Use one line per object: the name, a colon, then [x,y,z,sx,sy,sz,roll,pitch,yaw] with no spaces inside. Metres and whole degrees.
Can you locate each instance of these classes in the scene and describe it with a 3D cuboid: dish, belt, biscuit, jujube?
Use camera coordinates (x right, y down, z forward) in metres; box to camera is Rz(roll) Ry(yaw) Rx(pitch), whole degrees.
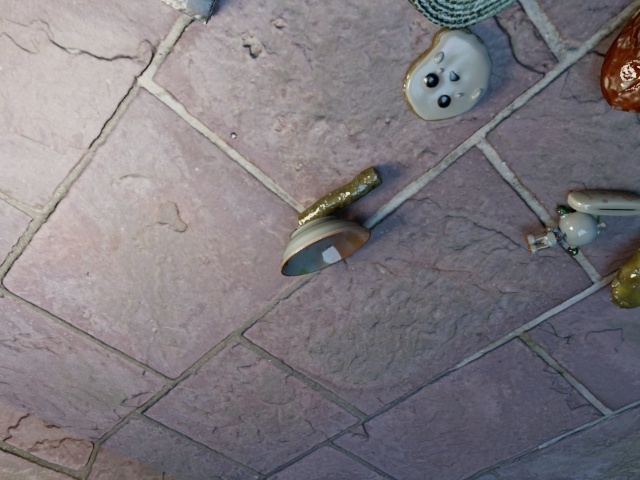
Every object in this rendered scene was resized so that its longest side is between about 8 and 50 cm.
dish: [0.000,0.000,1.221,0.260,0.086,0.260,-22,162,-8]
belt: [0.295,-0.526,0.847,0.294,0.161,0.207,-19,123,14]
biscuit: [0.287,-0.360,1.034,0.181,0.049,0.208,34,117,-21]
jujube: [0.698,-0.391,0.950,0.189,0.190,0.256,10,108,-7]

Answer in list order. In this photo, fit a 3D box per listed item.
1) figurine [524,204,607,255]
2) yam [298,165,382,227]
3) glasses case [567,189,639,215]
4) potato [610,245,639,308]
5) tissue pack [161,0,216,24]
figurine: [0.660,-0.022,1.249,0.197,0.093,0.147,-17,102,21]
yam: [0.045,-0.107,1.205,0.252,0.061,0.061,-32,119,21]
glasses case: [0.750,-0.098,1.198,0.204,0.081,0.051,1,123,-2]
potato: [0.946,0.083,1.291,0.191,0.141,0.296,21,123,-34]
tissue pack: [-0.250,-0.565,0.873,0.173,0.073,0.236,23,122,-15]
